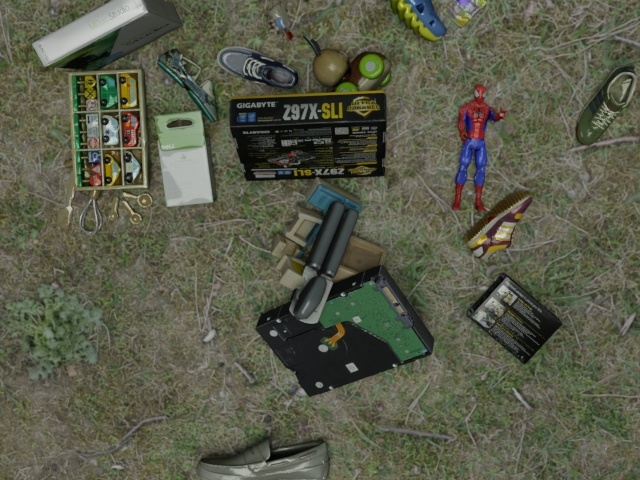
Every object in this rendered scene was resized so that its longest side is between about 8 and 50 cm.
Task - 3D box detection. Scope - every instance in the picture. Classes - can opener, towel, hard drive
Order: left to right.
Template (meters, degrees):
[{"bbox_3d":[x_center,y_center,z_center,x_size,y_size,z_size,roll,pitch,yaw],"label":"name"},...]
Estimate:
[{"bbox_3d":[0.014,0.049,1.835,0.074,0.093,0.280,29,71,-23],"label":"can opener"},{"bbox_3d":[0.054,0.209,1.935,0.339,0.064,0.237,-25,115,28],"label":"hard drive"},{"bbox_3d":[0.317,-0.512,1.878,0.083,0.009,0.060,-42,97,9],"label":"towel"}]

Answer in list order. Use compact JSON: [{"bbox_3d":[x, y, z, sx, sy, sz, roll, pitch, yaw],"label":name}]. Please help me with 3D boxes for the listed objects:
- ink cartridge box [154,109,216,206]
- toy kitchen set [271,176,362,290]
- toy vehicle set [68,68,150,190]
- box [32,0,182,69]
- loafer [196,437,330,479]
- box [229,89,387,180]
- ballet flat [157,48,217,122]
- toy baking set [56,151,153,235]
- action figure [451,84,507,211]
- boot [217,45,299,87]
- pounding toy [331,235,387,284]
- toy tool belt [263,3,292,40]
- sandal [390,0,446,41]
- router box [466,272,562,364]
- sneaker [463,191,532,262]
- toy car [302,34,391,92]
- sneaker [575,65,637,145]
[{"bbox_3d":[-0.304,-0.186,1.939,0.109,0.062,0.209,-6,101,3],"label":"ink cartridge box"},{"bbox_3d":[0.000,0.000,1.908,0.122,0.166,0.207,25,113,-25],"label":"toy kitchen set"},{"bbox_3d":[-0.473,-0.246,1.922,0.166,0.035,0.266,-3,91,3],"label":"toy vehicle set"},{"bbox_3d":[-0.425,-0.426,1.762,0.232,0.322,0.058,-26,96,7],"label":"box"},{"bbox_3d":[-0.137,0.529,2.063,0.320,0.112,0.111,0,97,-6],"label":"loafer"},{"bbox_3d":[-0.020,-0.218,1.828,0.322,0.257,0.079,-2,70,3],"label":"box"},{"bbox_3d":[-0.279,-0.350,1.907,0.070,0.070,0.188,-41,101,9],"label":"ballet flat"},{"bbox_3d":[-0.505,-0.116,1.976,0.256,0.030,0.196,-12,101,4],"label":"toy baking set"},{"bbox_3d":[0.344,-0.200,1.881,0.092,0.139,0.280,3,99,0],"label":"action figure"},{"bbox_3d":[-0.138,-0.381,1.881,0.190,0.086,0.069,15,102,-1],"label":"boot"},{"bbox_3d":[0.087,0.081,1.947,0.141,0.130,0.100,23,137,-3],"label":"pounding toy"},{"bbox_3d":[-0.095,-0.475,1.885,0.051,0.052,0.083,-12,99,36],"label":"toy tool belt"},{"bbox_3d":[0.182,-0.570,1.818,0.138,0.126,0.317,-34,100,4],"label":"sandal"},{"bbox_3d":[0.452,0.183,1.998,0.179,0.046,0.133,40,100,-6],"label":"router box"},{"bbox_3d":[0.418,-0.032,1.950,0.185,0.069,0.084,-41,106,15],"label":"sneaker"},{"bbox_3d":[0.043,-0.382,1.852,0.188,0.155,0.149,43,100,6],"label":"toy car"},{"bbox_3d":[0.627,-0.295,1.873,0.064,0.086,0.192,28,101,-4],"label":"sneaker"}]
